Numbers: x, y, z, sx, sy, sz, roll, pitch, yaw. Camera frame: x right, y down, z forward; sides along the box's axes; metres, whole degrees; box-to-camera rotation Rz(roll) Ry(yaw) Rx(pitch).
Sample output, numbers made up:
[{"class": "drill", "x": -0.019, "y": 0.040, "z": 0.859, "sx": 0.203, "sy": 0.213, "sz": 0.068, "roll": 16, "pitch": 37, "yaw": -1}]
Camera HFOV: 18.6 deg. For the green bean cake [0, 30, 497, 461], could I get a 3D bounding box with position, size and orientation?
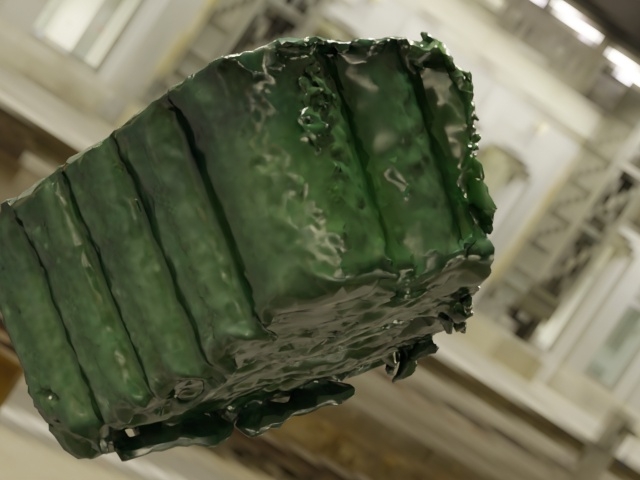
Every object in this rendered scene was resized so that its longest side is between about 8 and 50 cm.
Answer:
[{"class": "green bean cake", "x": 0.000, "y": 0.000, "z": 0.734, "sx": 0.193, "sy": 0.208, "sz": 0.107, "roll": -6, "pitch": 72, "yaw": -40}]
